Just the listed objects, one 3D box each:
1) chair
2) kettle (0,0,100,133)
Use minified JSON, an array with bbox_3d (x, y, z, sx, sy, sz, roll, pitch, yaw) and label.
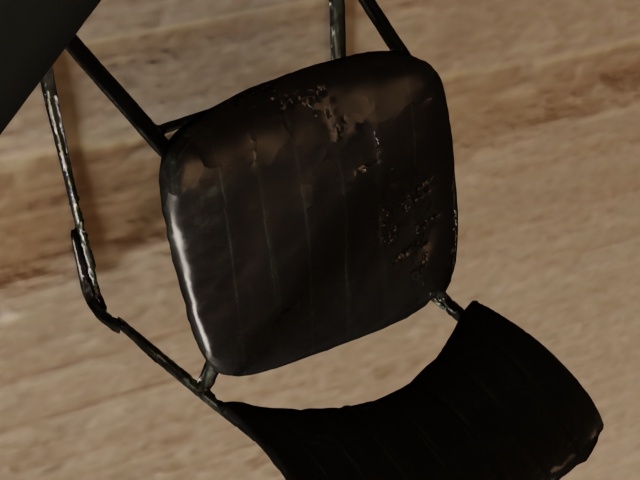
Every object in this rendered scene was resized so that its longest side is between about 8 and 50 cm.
[{"bbox_3d":[0.000,0.000,0.733,0.140,0.221,0.145,-20,126,-20],"label":"chair"},{"bbox_3d":[-0.124,-0.153,0.552,0.203,0.262,0.308,35,100,-7],"label":"kettle"}]
